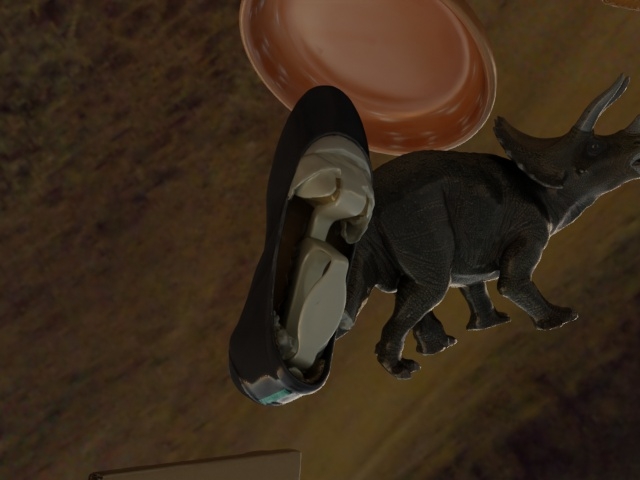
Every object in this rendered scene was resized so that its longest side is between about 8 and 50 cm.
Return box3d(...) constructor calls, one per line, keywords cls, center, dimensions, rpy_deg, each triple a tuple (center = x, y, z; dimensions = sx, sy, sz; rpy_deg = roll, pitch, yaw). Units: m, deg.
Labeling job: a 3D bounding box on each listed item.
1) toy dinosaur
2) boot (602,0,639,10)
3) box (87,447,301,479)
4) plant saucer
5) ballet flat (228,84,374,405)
box3d(cls="toy dinosaur", center=(0.083, -0.002, 0.797), dimensions=(0.313, 0.160, 0.121), rpy_deg=(-15, -175, -18))
box3d(cls="boot", center=(0.267, -0.245, 0.754), dimensions=(0.104, 0.295, 0.211), rpy_deg=(-35, 134, -36))
box3d(cls="box", center=(-0.098, 0.253, 0.897), dimensions=(0.021, 0.164, 0.201), rpy_deg=(5, -179, 44))
box3d(cls="plant saucer", center=(0.037, -0.143, 0.846), dimensions=(0.037, 0.200, 0.200), rpy_deg=(-63, 180, -31))
box3d(cls="ballet flat", center=(0.000, 0.000, 0.682), dimensions=(0.074, 0.074, 0.203), rpy_deg=(68, 36, -74))
